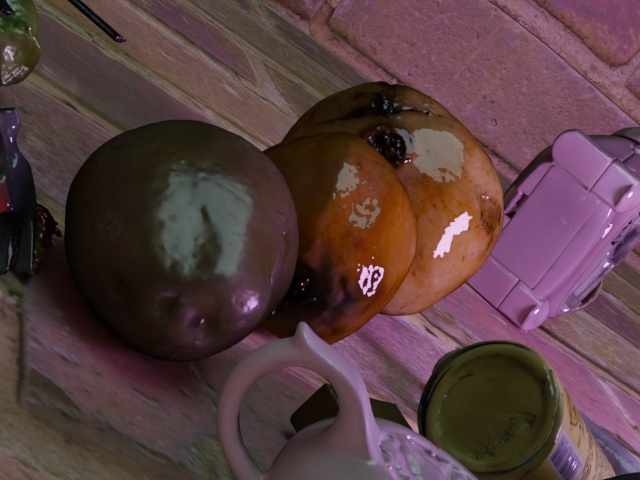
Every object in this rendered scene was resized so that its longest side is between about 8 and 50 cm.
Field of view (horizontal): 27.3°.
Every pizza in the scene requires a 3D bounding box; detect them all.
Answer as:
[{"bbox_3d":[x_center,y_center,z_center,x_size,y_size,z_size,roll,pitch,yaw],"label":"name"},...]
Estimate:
[{"bbox_3d":[-0.238,-0.020,0.972,0.099,0.029,0.100,35,14,-10],"label":"pizza"}]

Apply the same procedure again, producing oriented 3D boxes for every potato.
[{"bbox_3d":[-0.104,-0.002,1.004,0.177,0.160,0.235,-1,37,-3],"label":"potato"}]

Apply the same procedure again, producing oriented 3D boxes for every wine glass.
[{"bbox_3d":[0.342,0.280,1.430,0.262,0.074,0.074,45,15,31],"label":"wine glass"}]

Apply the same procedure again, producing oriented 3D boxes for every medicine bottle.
[{"bbox_3d":[0.167,0.183,1.066,0.124,0.124,0.239,50,-3,40],"label":"medicine bottle"}]

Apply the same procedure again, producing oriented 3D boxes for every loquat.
[{"bbox_3d":[0.000,0.000,1.205,0.234,0.176,0.187,-71,151,-66],"label":"loquat"}]

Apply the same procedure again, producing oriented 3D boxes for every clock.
[{"bbox_3d":[0.395,-0.023,2.013,0.184,0.342,0.325,49,25,20],"label":"clock"}]

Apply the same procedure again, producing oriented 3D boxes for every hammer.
[{"bbox_3d":[-0.245,-0.004,0.806,0.288,0.033,0.111,-50,132,-70],"label":"hammer"}]

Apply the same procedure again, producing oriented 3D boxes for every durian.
[{"bbox_3d":[-0.348,-0.230,1.218,0.250,0.101,0.139,44,15,22],"label":"durian"}]

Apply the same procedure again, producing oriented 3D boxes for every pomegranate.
[{"bbox_3d":[0.070,-0.043,1.432,0.260,0.260,0.260,36,14,-10],"label":"pomegranate"}]

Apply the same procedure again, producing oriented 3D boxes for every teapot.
[{"bbox_3d":[0.053,0.182,0.831,0.298,0.139,0.204,35,18,-13],"label":"teapot"}]

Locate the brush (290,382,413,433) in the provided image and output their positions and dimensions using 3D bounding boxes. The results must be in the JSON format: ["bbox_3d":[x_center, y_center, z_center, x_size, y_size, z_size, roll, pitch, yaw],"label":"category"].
[{"bbox_3d":[0.070,0.212,0.983,0.103,0.047,0.233,22,26,-47],"label":"brush"}]

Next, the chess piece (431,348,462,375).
[{"bbox_3d":[0.137,0.154,1.318,0.067,0.067,0.103,39,22,3],"label":"chess piece"}]

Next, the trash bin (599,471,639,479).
[{"bbox_3d":[0.244,0.282,0.934,0.101,0.177,0.236,28,21,-39],"label":"trash bin"}]

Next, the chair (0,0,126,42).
[{"bbox_3d":[-0.314,-0.182,1.031,0.247,0.159,0.172,46,17,23],"label":"chair"}]
